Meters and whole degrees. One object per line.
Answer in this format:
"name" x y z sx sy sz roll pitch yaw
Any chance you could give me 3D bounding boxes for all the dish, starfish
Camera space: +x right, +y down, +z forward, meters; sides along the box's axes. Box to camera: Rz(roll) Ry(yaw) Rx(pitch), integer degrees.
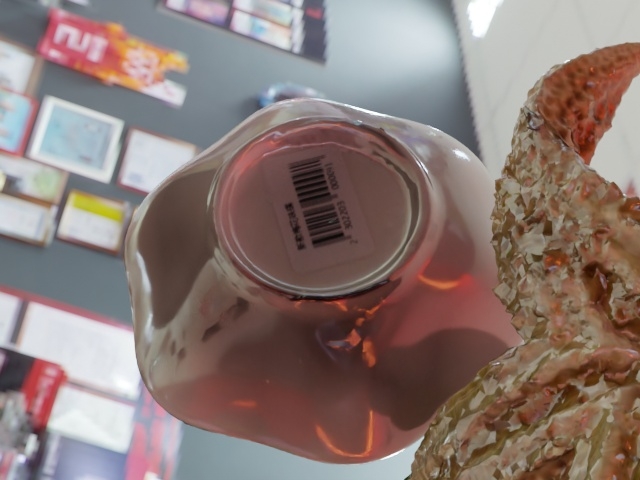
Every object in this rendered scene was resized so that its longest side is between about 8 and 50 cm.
"dish" 0.000 0.000 0.622 0.066 0.190 0.191 87 12 -59
"starfish" 0.097 0.041 0.373 0.277 0.062 0.236 -47 -138 22

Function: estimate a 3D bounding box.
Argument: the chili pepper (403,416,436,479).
"chili pepper" 0.133 0.105 0.581 0.074 0.257 0.100 -55 -145 41
